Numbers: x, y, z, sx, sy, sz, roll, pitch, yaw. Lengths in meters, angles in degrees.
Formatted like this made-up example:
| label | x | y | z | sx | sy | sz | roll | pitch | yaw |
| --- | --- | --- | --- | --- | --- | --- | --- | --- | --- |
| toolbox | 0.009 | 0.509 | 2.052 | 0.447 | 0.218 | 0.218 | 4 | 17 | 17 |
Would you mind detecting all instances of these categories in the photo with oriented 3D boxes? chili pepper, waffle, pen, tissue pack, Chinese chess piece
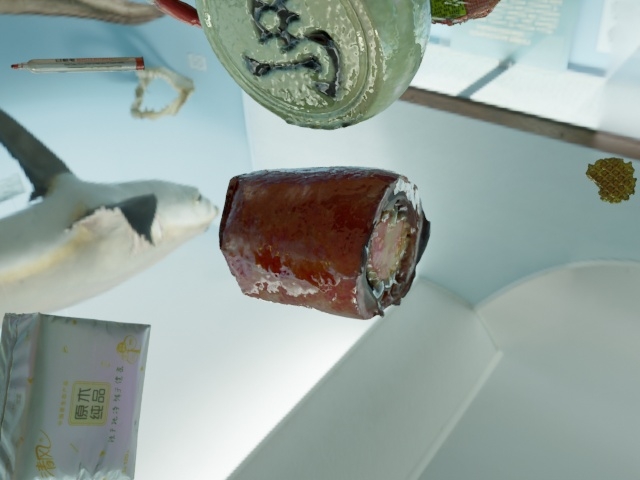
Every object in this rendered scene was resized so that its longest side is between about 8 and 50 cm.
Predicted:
| label | x | y | z | sx | sy | sz | roll | pitch | yaw |
| --- | --- | --- | --- | --- | --- | --- | --- | --- | --- |
| chili pepper | 0.000 | 0.000 | 1.195 | 0.305 | 0.229 | 0.251 | 2 | -106 | 32 |
| waffle | 0.496 | -0.102 | 1.233 | 0.078 | 0.016 | 0.085 | -14 | -104 | 14 |
| pen | -0.408 | -0.298 | 1.230 | 0.218 | 0.026 | 0.026 | -8 | -146 | -25 |
| tissue pack | -0.346 | 0.219 | 1.005 | 0.124 | 0.225 | 0.185 | -5 | 167 | 43 |
| Chinese chess piece | -0.011 | -0.231 | 0.733 | 0.250 | 0.250 | 0.101 | 20 | -128 | 29 |

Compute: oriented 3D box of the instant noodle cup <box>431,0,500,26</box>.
| label | x | y | z | sx | sy | sz | roll | pitch | yaw |
| --- | --- | --- | --- | --- | --- | --- | --- | --- | --- |
| instant noodle cup | 0.185 | -0.393 | 0.941 | 0.193 | 0.193 | 0.212 | 12 | -150 | 20 |

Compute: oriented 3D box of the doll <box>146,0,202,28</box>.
| label | x | y | z | sx | sy | sz | roll | pitch | yaw |
| --- | --- | --- | --- | --- | --- | --- | --- | --- | --- |
| doll | -0.187 | -0.388 | 1.031 | 0.384 | 0.099 | 0.188 | 17 | -119 | -8 |
